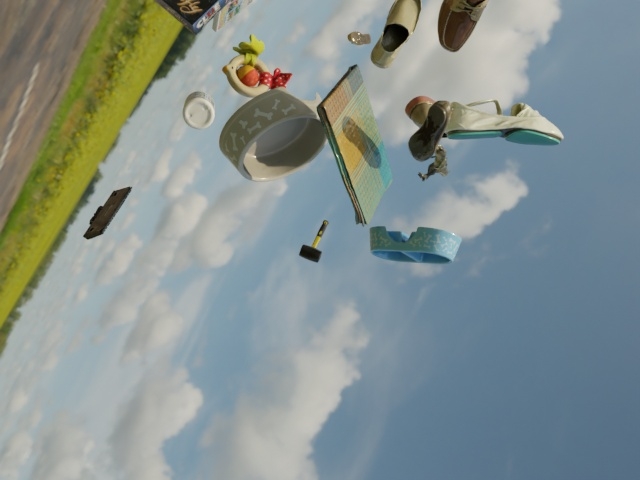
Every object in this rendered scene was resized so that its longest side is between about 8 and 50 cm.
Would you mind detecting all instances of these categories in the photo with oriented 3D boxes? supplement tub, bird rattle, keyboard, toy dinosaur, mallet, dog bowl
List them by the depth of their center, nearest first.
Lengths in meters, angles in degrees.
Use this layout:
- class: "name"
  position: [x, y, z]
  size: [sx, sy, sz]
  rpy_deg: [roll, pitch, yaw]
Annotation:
- class: "supplement tub"
  position: [-0.271, -0.291, 1.531]
  size: [0.071, 0.071, 0.107]
  rpy_deg: [-54, -160, 13]
- class: "keyboard"
  position: [-0.587, -0.074, 1.884]
  size: [0.108, 0.023, 0.180]
  rpy_deg: [-10, -138, 33]
- class: "mallet"
  position: [0.000, 0.000, 1.988]
  size: [0.189, 0.062, 0.039]
  rpy_deg: [-53, 166, -51]
- class: "dog bowl"
  position: [0.278, 0.017, 2.076]
  size: [0.297, 0.166, 0.074]
  rpy_deg: [1, -106, 37]
- class: "dog bowl"
  position: [-0.126, -0.310, 2.079]
  size: [0.349, 0.349, 0.102]
  rpy_deg: [-45, -118, 35]
- class: "toy dinosaur"
  position: [0.406, -0.254, 2.441]
  size: [0.118, 0.064, 0.268]
  rpy_deg: [-32, 160, 6]
- class: "bird rattle"
  position: [-0.239, -0.589, 2.457]
  size: [0.207, 0.253, 0.143]
  rpy_deg: [-41, -167, -30]

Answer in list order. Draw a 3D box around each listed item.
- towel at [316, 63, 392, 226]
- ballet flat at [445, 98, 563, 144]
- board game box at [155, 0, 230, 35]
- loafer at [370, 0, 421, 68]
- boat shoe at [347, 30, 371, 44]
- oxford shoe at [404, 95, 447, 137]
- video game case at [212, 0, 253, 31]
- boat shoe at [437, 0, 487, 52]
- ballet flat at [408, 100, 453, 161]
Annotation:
- class: "towel"
  position: [0.102, -0.262, 1.897]
  size: [0.040, 0.370, 0.271]
  rpy_deg: [-4, -146, 29]
- class: "ballet flat"
  position: [0.580, -0.376, 2.154]
  size: [0.139, 0.400, 0.139]
  rpy_deg: [-178, -90, -78]
- class: "board game box"
  position: [-0.289, -0.555, 1.395]
  size: [0.165, 0.243, 0.042]
  rpy_deg: [-48, 173, -11]
- class: "loafer"
  position: [0.245, -0.656, 2.113]
  size: [0.268, 0.102, 0.092]
  rpy_deg: [-66, -170, -7]
- class: "boat shoe"
  position: [0.133, -0.727, 2.485]
  size: [0.045, 0.135, 0.050]
  rpy_deg: [-1, -83, 35]
- class: "oxford shoe"
  position: [0.444, -0.392, 2.384]
  size: [0.123, 0.348, 0.130]
  rpy_deg: [-54, -135, 35]
- class: "video game case"
  position: [-0.210, -0.607, 1.708]
  size: [0.143, 0.019, 0.157]
  rpy_deg: [-47, 178, -23]
- class: "boat shoe"
  position: [0.420, -0.691, 1.946]
  size: [0.116, 0.123, 0.324]
  rpy_deg: [-79, -174, -63]
- class: "ballet flat"
  position: [0.302, -0.298, 1.866]
  size: [0.058, 0.084, 0.250]
  rpy_deg: [-41, 166, -25]
